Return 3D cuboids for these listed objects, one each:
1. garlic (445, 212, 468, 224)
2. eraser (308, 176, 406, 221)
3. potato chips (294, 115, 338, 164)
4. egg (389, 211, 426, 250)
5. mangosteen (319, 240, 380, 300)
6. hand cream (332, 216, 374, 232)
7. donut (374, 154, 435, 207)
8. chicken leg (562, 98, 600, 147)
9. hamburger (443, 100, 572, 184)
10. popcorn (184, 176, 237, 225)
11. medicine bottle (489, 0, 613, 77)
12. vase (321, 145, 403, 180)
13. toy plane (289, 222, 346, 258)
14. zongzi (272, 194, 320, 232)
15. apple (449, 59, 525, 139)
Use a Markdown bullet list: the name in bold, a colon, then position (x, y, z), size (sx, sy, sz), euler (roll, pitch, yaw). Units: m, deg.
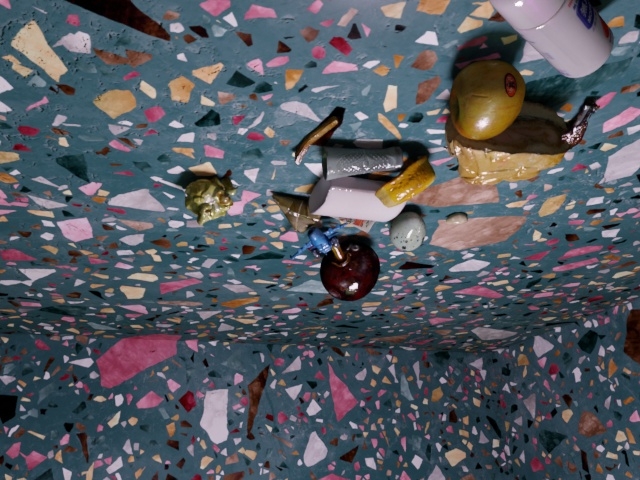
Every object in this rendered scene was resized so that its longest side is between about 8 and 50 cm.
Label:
- **garlic**: position (0.494, -0.074, 2.129), size (0.083, 0.041, 0.053), euler (-1, 162, -26)
- **eraser**: position (0.118, -0.129, 1.869), size (0.269, 0.095, 0.174), euler (6, 154, -21)
- **potato chips**: position (-0.015, -0.273, 1.601), size (0.026, 0.037, 0.204), euler (2, 152, -38)
- **egg**: position (0.303, -0.033, 2.069), size (0.131, 0.132, 0.164), euler (-3, 158, -3)
- **mangosteen**: position (0.099, 0.095, 2.221), size (0.235, 0.236, 0.261), euler (-13, 141, 19)
- **hand cream**: position (0.103, -0.084, 2.021), size (0.233, 0.050, 0.080), euler (16, 115, -40)
- **donut**: position (0.253, -0.161, 1.731), size (0.190, 0.075, 0.174), euler (-35, 175, 1)
- **chicken leg**: position (0.677, -0.299, 1.648), size (0.105, 0.051, 0.253), euler (12, 149, -21)
- **hamburger**: position (0.461, -0.247, 1.586), size (0.329, 0.162, 0.209), euler (-3, 159, -10)
- **popcorn**: position (-0.334, -0.126, 1.778), size (0.141, 0.163, 0.135), euler (28, -178, -15)
- **medicine bottle**: position (0.446, -0.448, 1.170), size (0.340, 0.130, 0.130), euler (19, 147, -41)
- **vase**: position (0.118, -0.222, 1.669), size (0.219, 0.096, 0.096), euler (-4, 156, -8)
- **toy plane**: position (0.000, 0.000, 2.042), size (0.254, 0.105, 0.271), euler (-32, -179, 5)
- **zongzi**: position (-0.099, -0.087, 1.957), size (0.176, 0.079, 0.160), euler (15, 151, -17)
- **apple**: position (0.385, -0.327, 1.380), size (0.155, 0.183, 0.182), euler (-11, 156, -5)
